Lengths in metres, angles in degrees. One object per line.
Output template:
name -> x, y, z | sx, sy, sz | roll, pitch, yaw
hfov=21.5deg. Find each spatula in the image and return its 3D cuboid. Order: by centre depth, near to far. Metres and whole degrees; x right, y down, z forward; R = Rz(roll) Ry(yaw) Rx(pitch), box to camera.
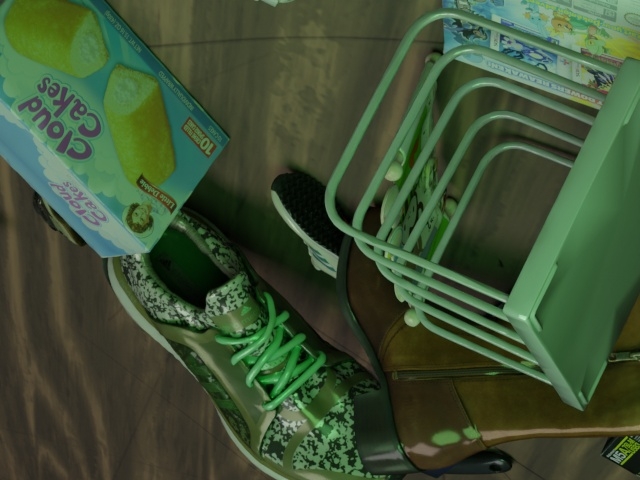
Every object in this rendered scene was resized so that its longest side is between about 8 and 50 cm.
spatula -> 0.109, 0.258, 1.998 | 0.296, 0.030, 0.084 | -1, 139, 46

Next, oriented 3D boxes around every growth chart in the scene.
growth chart -> 0.082, -0.036, 1.398 | 0.021, 0.172, 0.237 | 9, 145, 14

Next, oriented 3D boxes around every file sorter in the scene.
file sorter -> 0.143, -0.022, 1.249 | 0.173, 0.192, 0.277 | 24, 170, 23

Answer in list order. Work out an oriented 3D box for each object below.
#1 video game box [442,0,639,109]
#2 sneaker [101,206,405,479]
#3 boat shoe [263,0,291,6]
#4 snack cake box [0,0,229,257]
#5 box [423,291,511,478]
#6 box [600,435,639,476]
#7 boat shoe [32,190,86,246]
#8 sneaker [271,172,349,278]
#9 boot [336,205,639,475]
video game box -> 0.183, -0.172, 1.194 | 0.205, 0.048, 0.187 | 22, 150, 19
sneaker -> -0.075, 0.103, 1.691 | 0.410, 0.158, 0.182 | 41, 168, 15
boat shoe -> -0.039, -0.221, 1.288 | 0.277, 0.098, 0.096 | 11, 145, 34
snack cake box -> -0.228, -0.126, 1.584 | 0.089, 0.152, 0.264 | -5, 136, 49
box -> 0.144, 0.152, 1.668 | 0.037, 0.136, 0.225 | 23, 154, -8
box -> 0.383, 0.208, 1.616 | 0.184, 0.045, 0.190 | 31, 154, 7
boat shoe -> -0.302, -0.046, 1.898 | 0.049, 0.056, 0.152 | 13, 148, 23
sneaker -> 0.000, 0.000, 1.656 | 0.161, 0.057, 0.075 | 40, 147, -20
boot -> 0.156, 0.066, 1.510 | 0.280, 0.264, 0.096 | -16, 151, 27
